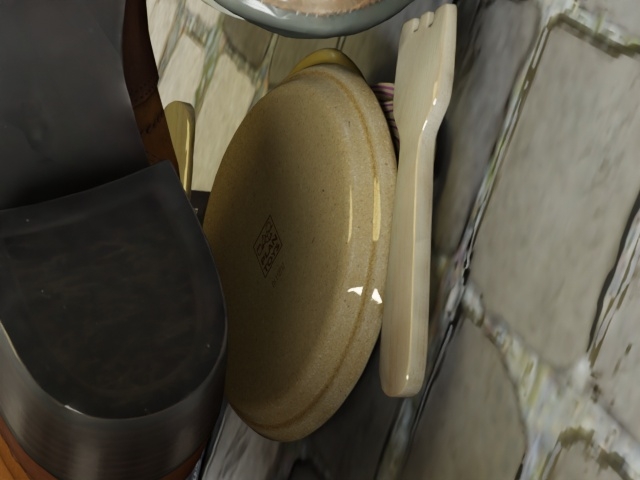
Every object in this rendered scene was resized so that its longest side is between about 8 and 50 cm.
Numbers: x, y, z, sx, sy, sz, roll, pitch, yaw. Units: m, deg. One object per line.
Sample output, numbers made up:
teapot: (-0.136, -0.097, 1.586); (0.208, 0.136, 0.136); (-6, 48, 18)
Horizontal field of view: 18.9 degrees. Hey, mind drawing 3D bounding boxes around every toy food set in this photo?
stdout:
toy food set: (0.000, 0.000, 0.625); (0.192, 0.038, 0.132); (-10, 74, 61)

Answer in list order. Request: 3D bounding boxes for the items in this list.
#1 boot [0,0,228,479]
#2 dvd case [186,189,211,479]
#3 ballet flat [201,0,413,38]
boot: (-0.098, -0.008, 0.659); (0.280, 0.096, 0.264); (112, 136, -64)
dvd case: (-0.082, 0.057, 0.822); (0.221, 0.018, 0.164); (-172, 96, -70)
ballet flat: (0.000, -0.133, 0.644); (0.280, 0.095, 0.096); (-81, 8, -46)
